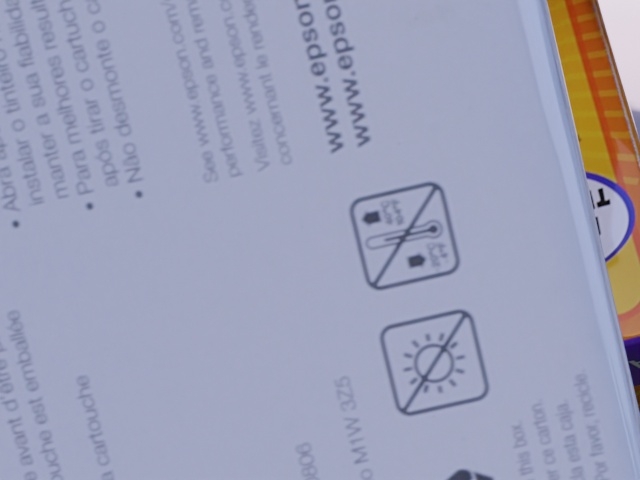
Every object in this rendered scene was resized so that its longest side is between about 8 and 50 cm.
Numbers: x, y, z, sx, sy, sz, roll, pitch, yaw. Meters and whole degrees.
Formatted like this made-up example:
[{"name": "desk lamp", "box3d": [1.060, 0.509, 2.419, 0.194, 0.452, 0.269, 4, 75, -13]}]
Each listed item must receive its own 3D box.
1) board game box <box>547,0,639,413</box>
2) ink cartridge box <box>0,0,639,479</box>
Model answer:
[{"name": "board game box", "box3d": [0.000, 0.000, 1.001, 0.356, 0.356, 0.356, -15, -28, 9]}, {"name": "ink cartridge box", "box3d": [-0.106, 0.007, 0.408, 0.330, 0.324, 0.071, -13, 8, 2]}]
